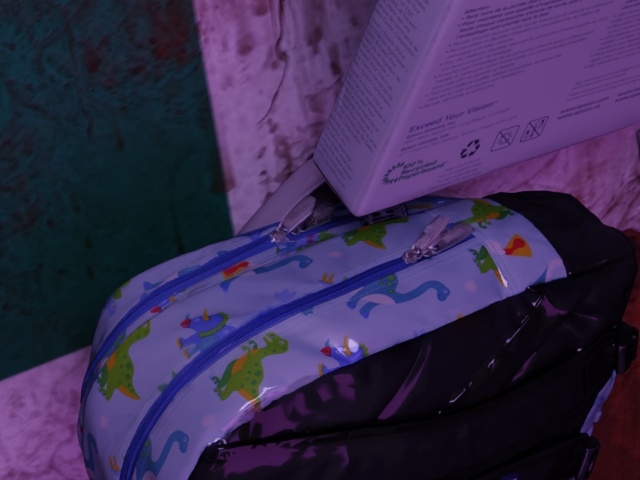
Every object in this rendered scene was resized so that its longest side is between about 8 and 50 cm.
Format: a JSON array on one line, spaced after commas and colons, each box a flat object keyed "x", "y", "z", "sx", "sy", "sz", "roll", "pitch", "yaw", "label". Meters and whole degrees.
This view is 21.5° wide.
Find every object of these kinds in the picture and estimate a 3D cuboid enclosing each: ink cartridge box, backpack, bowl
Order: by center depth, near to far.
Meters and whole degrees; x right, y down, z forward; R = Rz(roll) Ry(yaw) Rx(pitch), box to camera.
[{"x": 0.179, "y": -0.179, "z": 1.077, "sx": 0.324, "sy": 0.071, "sz": 0.330, "roll": -18, "pitch": 148, "yaw": -34, "label": "ink cartridge box"}, {"x": 0.010, "y": 0.113, "z": 1.178, "sx": 0.355, "sy": 0.273, "sz": 0.290, "roll": -31, "pitch": 146, "yaw": -36, "label": "backpack"}, {"x": 0.000, "y": 0.000, "z": 1.265, "sx": 0.142, "sy": 0.053, "sz": 0.142, "roll": -48, "pitch": 138, "yaw": 15, "label": "bowl"}]

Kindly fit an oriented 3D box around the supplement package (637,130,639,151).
[{"x": 0.382, "y": -0.003, "z": 1.360, "sx": 0.134, "sy": 0.244, "sz": 0.139, "roll": -29, "pitch": 138, "yaw": -6, "label": "supplement package"}]

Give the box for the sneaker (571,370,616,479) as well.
[{"x": 0.204, "y": 0.149, "z": 1.478, "sx": 0.150, "sy": 0.135, "sz": 0.366, "roll": -24, "pitch": 139, "yaw": -6, "label": "sneaker"}]
